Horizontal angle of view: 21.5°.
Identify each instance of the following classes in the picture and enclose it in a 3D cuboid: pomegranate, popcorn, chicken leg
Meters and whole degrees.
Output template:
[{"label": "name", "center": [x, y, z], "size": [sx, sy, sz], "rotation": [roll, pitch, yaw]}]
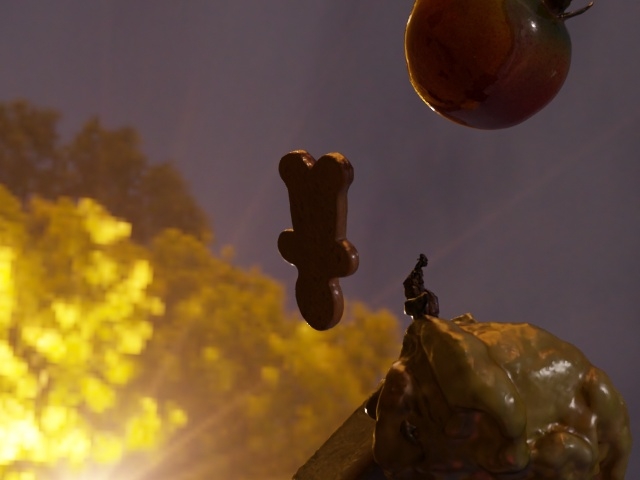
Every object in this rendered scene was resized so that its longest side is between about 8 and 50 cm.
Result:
[{"label": "pomegranate", "center": [0.229, -0.263, 2.163], "size": [0.256, 0.221, 0.221], "rotation": [-34, -138, 18]}, {"label": "popcorn", "center": [0.184, 0.216, 1.858], "size": [0.297, 0.316, 0.281], "rotation": [-25, -117, 49]}, {"label": "chicken leg", "center": [0.111, 0.057, 1.886], "size": [0.021, 0.036, 0.083], "rotation": [37, 38, -71]}]

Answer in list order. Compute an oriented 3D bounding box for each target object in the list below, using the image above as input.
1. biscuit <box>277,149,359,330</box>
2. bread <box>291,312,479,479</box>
[{"label": "biscuit", "center": [0.001, 0.000, 2.292], "size": [0.165, 0.036, 0.250], "rotation": [13, -70, 52]}, {"label": "bread", "center": [0.166, 0.303, 2.127], "size": [0.333, 0.323, 0.143], "rotation": [-46, -147, -6]}]
